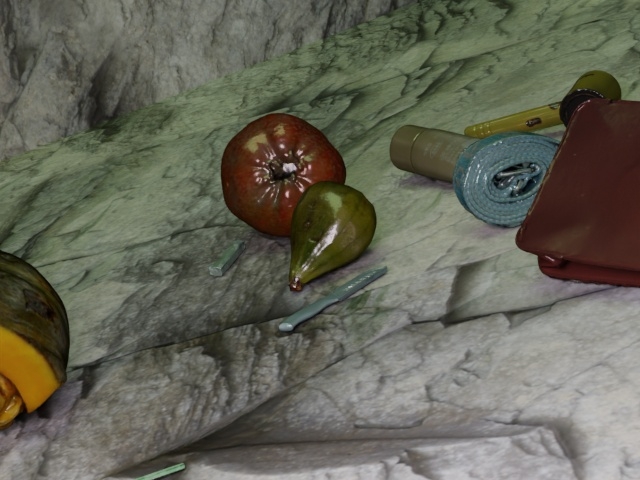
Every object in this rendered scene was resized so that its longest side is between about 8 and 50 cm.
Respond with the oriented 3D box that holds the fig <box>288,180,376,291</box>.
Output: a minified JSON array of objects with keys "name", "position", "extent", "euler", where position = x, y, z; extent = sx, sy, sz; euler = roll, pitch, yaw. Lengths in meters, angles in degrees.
[{"name":"fig","position":[0.006,0.003,2.157],"extent":[0.133,0.184,0.126],"euler":[22,-6,22]}]

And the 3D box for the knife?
[{"name":"knife","position":[0.019,0.082,2.024],"extent":[0.210,0.015,0.028],"euler":[-29,16,-37]}]

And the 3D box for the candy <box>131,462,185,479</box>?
[{"name":"candy","position":[-0.246,0.287,1.610],"extent":[0.201,0.060,0.060],"euler":[-15,16,-25]}]

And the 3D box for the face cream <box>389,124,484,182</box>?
[{"name":"face cream","position":[0.261,-0.129,2.363],"extent":[0.137,0.084,0.341],"euler":[-31,32,-34]}]

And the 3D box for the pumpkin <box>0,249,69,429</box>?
[{"name":"pumpkin","position":[-0.492,0.145,1.892],"extent":[0.303,0.256,0.225],"euler":[-32,22,0]}]

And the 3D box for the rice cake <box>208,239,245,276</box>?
[{"name":"rice cake","position":[-0.152,0.028,2.314],"extent":[0.022,0.021,0.121],"euler":[1,22,17]}]

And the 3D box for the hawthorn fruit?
[{"name":"hawthorn fruit","position":[-0.062,-0.105,2.383],"extent":[0.211,0.210,0.262],"euler":[-15,-4,3]}]

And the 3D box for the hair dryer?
[{"name":"hair dryer","position":[0.392,-0.222,2.515],"extent":[0.279,0.090,0.135],"euler":[-14,18,26]}]

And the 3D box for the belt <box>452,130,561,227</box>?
[{"name":"belt","position":[0.284,-0.095,2.126],"extent":[0.163,0.147,0.082],"euler":[10,12,-12]}]

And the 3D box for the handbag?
[{"name":"handbag","position":[0.414,-0.062,1.828],"extent":[0.276,0.084,0.260],"euler":[9,63,45]}]
